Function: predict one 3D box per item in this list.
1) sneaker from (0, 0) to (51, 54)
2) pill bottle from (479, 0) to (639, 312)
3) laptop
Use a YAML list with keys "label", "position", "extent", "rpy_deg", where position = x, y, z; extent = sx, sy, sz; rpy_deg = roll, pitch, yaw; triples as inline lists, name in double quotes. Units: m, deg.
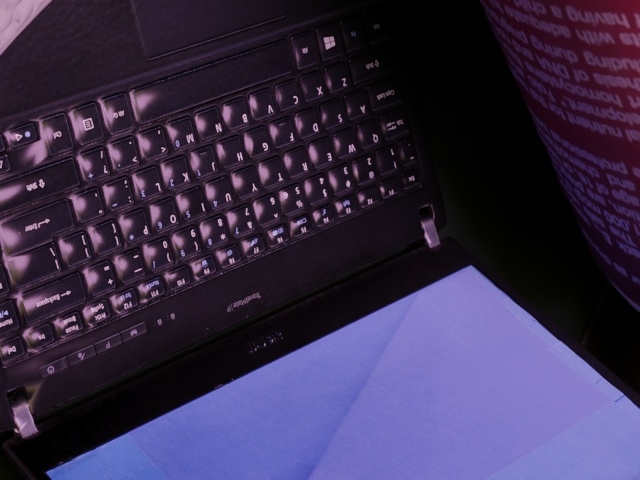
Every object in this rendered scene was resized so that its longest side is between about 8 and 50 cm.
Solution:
- label: "sneaker"
  position: [-0.170, -0.097, 0.463]
  extent: [0.150, 0.135, 0.366]
  rpy_deg: [41, 70, 7]
- label: "pill bottle"
  position: [0.184, -0.093, 0.628]
  extent: [0.224, 0.224, 0.392]
  rpy_deg: [-53, 134, -25]
- label: "laptop"
  position: [0.000, 0.000, 0.578]
  extent: [0.234, 0.136, 0.264]
  rpy_deg: [-23, 107, -38]
